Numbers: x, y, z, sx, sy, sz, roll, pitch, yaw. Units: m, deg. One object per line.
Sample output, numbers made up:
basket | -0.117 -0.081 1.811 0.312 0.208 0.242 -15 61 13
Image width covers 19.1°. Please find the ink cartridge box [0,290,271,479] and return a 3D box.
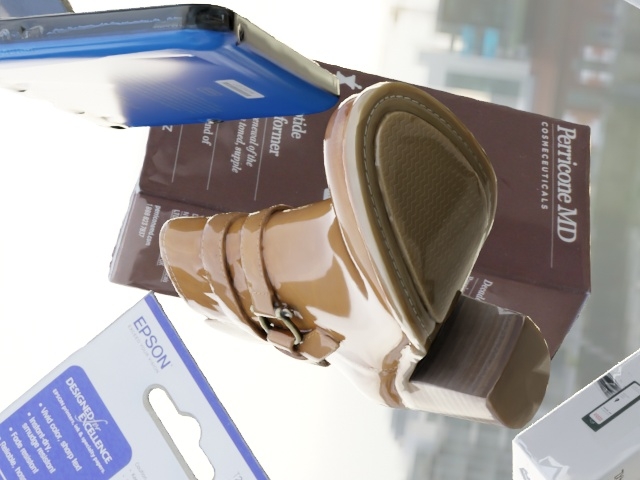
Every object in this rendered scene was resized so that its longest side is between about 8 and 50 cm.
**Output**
ink cartridge box | -0.187 0.211 1.235 0.176 0.371 0.069 56 -160 16

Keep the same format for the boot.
boot | 0.000 0.000 1.106 0.109 0.220 0.283 -62 -35 -20

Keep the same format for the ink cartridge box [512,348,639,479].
ink cartridge box | 0.289 0.185 1.815 0.203 0.086 0.148 -34 -24 -8

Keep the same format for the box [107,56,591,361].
box | 0.029 -0.031 1.595 0.143 0.381 0.191 115 165 -50

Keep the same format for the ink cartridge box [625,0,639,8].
ink cartridge box | 0.304 -0.247 1.335 0.131 0.226 0.306 -58 11 31

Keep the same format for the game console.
game console | -0.141 -0.172 1.196 0.293 0.250 0.173 14 -107 -75
